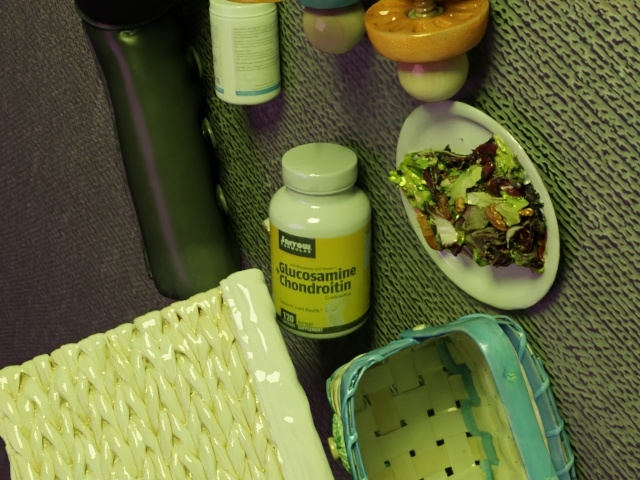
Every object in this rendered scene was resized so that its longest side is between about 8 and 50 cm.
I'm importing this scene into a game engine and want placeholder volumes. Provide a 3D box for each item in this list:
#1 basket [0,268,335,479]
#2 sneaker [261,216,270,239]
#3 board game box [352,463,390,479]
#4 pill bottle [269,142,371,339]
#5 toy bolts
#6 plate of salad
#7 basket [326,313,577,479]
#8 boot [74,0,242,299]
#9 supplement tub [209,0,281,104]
[{"bbox_3d":[-0.118,0.246,1.135,0.328,0.266,0.331,92,156,-76],"label":"basket"},{"bbox_3d":[-0.022,-0.010,1.297,0.042,0.067,0.118,55,176,18],"label":"sneaker"},{"bbox_3d":[0.154,0.421,1.235,0.336,0.079,0.254,28,129,47],"label":"board game box"},{"bbox_3d":[0.000,0.000,1.200,0.103,0.103,0.184,32,133,44],"label":"pill bottle"},{"bbox_3d":[0.010,-0.200,1.003,0.228,0.218,0.158,-125,22,-54],"label":"toy bolts"},{"bbox_3d":[0.126,-0.026,1.035,0.200,0.048,0.200,38,142,37],"label":"plate of salad"},{"bbox_3d":[0.127,0.191,1.026,0.289,0.201,0.255,-16,93,68],"label":"basket"},{"bbox_3d":[-0.183,-0.141,1.277,0.367,0.146,0.445,-107,10,-74],"label":"boot"},{"bbox_3d":[-0.077,-0.200,1.232,0.071,0.071,0.107,31,132,45],"label":"supplement tub"}]
